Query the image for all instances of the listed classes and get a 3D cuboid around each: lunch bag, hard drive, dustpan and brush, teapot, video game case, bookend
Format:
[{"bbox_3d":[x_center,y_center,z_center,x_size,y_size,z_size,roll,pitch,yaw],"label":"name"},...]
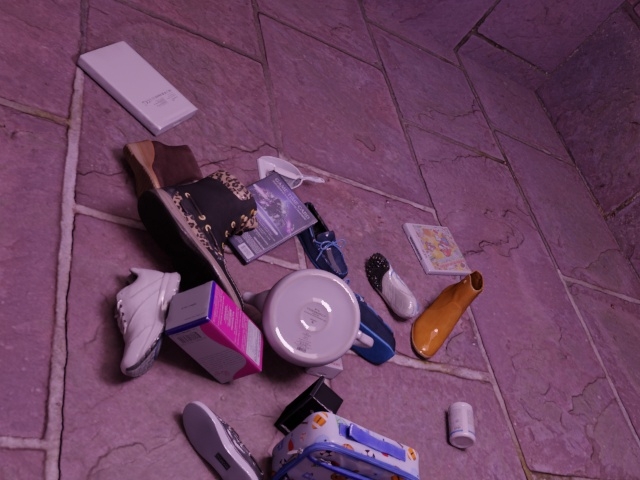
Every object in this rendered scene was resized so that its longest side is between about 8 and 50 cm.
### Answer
[{"bbox_3d":[0.051,0.486,1.479,0.303,0.243,0.115,27,39,-21],"label":"lunch bag"},{"bbox_3d":[-0.534,-0.453,2.048,0.307,0.040,0.203,42,37,0],"label":"hard drive"},{"bbox_3d":[-0.088,-0.199,2.184,0.211,0.060,0.147,15,44,-31],"label":"dustpan and brush"},{"bbox_3d":[-0.026,0.193,1.699,0.253,0.187,0.256,-23,85,-13],"label":"teapot"},{"bbox_3d":[0.410,0.032,2.437,0.227,0.026,0.206,5,51,-40],"label":"video game case"},{"bbox_3d":[-0.166,-0.068,1.953,0.274,0.026,0.196,-31,77,-36],"label":"video game case"},{"bbox_3d":[0.005,0.416,1.579,0.157,0.156,0.072,43,36,-1],"label":"bookend"}]

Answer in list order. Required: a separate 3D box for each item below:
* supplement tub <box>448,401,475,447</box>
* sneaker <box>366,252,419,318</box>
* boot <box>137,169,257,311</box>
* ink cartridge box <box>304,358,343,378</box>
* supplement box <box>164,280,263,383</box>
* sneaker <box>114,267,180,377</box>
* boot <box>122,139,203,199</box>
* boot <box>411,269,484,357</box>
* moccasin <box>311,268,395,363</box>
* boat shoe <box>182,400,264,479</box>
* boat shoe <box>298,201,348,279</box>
[{"bbox_3d":[0.388,0.508,1.907,0.071,0.071,0.107,29,39,-17],"label":"supplement tub"},{"bbox_3d":[0.219,0.141,2.122,0.237,0.085,0.086,59,13,26],"label":"sneaker"},{"bbox_3d":[-0.254,0.000,1.745,0.377,0.138,0.284,54,38,1],"label":"boot"},{"bbox_3d":[0.003,0.287,1.791,0.089,0.052,0.122,18,44,-28],"label":"ink cartridge box"},{"bbox_3d":[-0.228,0.207,1.537,0.220,0.111,0.114,55,23,-38],"label":"supplement box"},{"bbox_3d":[-0.397,0.175,1.519,0.129,0.111,0.297,17,36,-11],"label":"sneaker"},{"bbox_3d":[-0.395,-0.169,1.852,0.207,0.090,0.248,-4,57,-46],"label":"boot"},{"bbox_3d":[0.389,0.209,2.087,0.104,0.211,0.295,40,37,-2],"label":"boot"},{"bbox_3d":[0.069,0.200,1.899,0.342,0.138,0.117,48,30,-17],"label":"moccasin"},{"bbox_3d":[-0.198,0.428,1.456,0.228,0.080,0.076,47,19,11],"label":"boat shoe"},{"bbox_3d":[0.000,0.000,2.042,0.258,0.089,0.109,52,38,13],"label":"boat shoe"}]
